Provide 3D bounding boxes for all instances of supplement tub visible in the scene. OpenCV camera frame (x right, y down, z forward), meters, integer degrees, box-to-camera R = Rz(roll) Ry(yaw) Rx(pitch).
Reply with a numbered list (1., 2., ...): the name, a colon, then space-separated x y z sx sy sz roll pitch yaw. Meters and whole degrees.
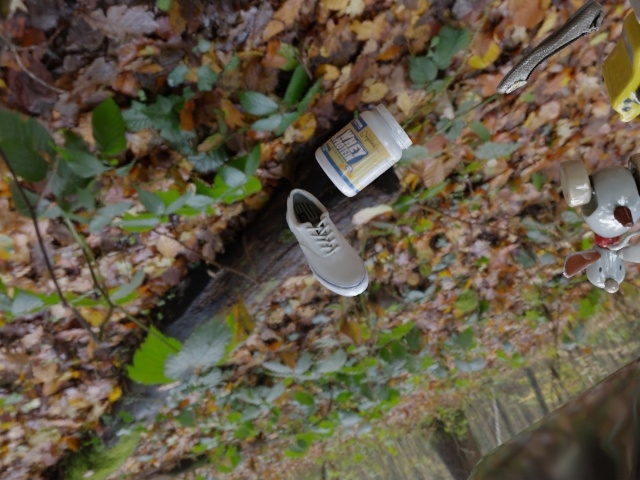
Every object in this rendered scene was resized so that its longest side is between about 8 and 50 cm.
1. supplement tub: 0.103 -0.216 1.396 0.199 0.144 0.144 -38 158 10

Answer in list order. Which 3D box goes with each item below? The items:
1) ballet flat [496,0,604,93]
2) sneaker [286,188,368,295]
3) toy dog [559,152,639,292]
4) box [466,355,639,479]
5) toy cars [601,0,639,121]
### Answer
1. ballet flat: 0.471 -0.385 1.201 0.250 0.058 0.084 -41 178 17
2. sneaker: 0.000 0.000 1.129 0.094 0.258 0.091 -32 144 -12
3. toy dog: 0.536 -0.008 1.054 0.220 0.161 0.333 -25 127 31
4. box: 0.259 0.311 0.358 0.212 0.396 0.293 -47 162 27
5. toy cars: 0.381 -0.209 0.494 0.087 0.177 0.393 24 179 -17
